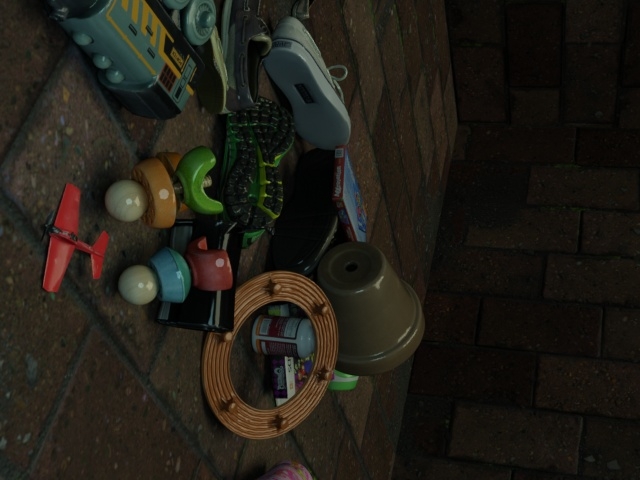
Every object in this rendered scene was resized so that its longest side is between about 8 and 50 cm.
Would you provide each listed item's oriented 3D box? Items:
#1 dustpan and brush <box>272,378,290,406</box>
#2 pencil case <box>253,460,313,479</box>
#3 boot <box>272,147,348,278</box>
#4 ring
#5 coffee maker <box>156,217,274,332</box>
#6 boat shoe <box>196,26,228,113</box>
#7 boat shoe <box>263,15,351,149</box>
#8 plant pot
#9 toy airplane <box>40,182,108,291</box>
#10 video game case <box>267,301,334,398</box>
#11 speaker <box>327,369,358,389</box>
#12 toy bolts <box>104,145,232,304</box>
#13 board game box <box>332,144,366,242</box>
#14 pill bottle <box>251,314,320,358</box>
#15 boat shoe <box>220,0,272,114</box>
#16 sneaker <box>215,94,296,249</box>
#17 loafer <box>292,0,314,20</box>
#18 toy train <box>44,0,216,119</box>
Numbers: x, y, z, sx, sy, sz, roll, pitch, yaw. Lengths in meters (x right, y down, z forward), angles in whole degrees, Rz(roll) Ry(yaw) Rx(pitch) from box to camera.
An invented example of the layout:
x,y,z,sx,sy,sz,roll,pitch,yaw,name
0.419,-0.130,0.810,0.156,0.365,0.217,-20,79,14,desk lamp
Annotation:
x,y,z,sx,sy,sz,roll,pitch,yaw,name
-0.047,0.314,2.099,0.211,0.060,0.147,-64,152,-53,dustpan and brush
-0.107,0.543,1.853,0.284,0.124,0.124,10,84,-73,pencil case
0.000,0.000,2.072,0.284,0.138,0.377,74,21,-48,boot
-0.086,0.226,1.719,0.337,0.032,0.336,-8,102,-41,ring
-0.177,0.059,1.428,0.120,0.171,0.178,15,76,-52,coffee maker
-0.186,-0.297,1.520,0.048,0.056,0.153,-47,131,-57,boat shoe
-0.020,-0.357,1.950,0.367,0.136,0.156,53,40,-51,boat shoe
0.089,0.126,1.923,0.229,0.263,0.263,75,26,-46,plant pot
-0.326,0.006,1.173,0.151,0.028,0.151,3,90,-73,toy airplane
-0.042,0.240,2.028,0.232,0.042,0.210,-4,91,-62,video game case
0.045,0.231,2.274,0.131,0.131,0.296,-3,97,-73,speaker
-0.246,-0.018,1.302,0.159,0.218,0.228,-17,109,-27,toy bolts
0.069,-0.078,2.021,0.281,0.027,0.145,68,23,-56,board game box
-0.063,0.206,1.866,0.086,0.152,0.086,4,90,-73,pill bottle
-0.133,-0.363,1.610,0.103,0.092,0.285,55,42,-64,boat shoe
-0.141,-0.138,1.643,0.146,0.134,0.343,130,-25,-49,sneaker
-0.030,-0.541,1.994,0.045,0.039,0.125,73,27,-48,loafer
-0.253,-0.307,1.177,0.334,0.142,0.190,55,51,-64,toy train
